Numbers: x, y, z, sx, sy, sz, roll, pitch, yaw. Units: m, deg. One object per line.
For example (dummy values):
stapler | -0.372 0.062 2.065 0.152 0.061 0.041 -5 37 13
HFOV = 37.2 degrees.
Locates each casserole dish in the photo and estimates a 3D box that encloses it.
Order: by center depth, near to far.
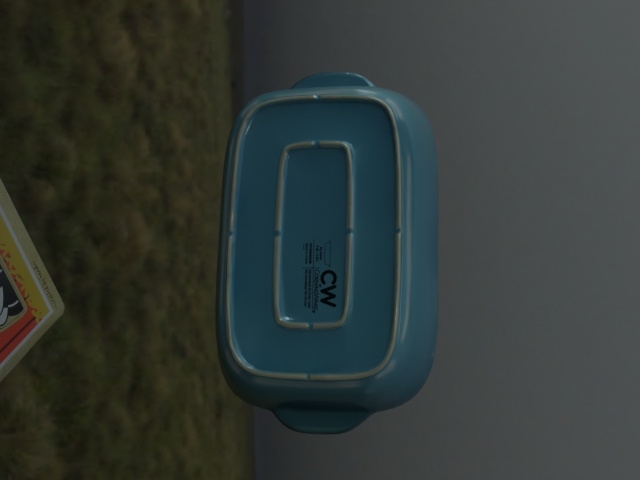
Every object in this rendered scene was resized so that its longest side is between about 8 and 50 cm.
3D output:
casserole dish | 0.000 0.000 0.471 0.037 0.114 0.188 42 49 -73

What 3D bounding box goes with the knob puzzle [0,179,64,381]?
knob puzzle | -0.214 0.034 0.467 0.213 0.030 0.213 -24 117 -57
